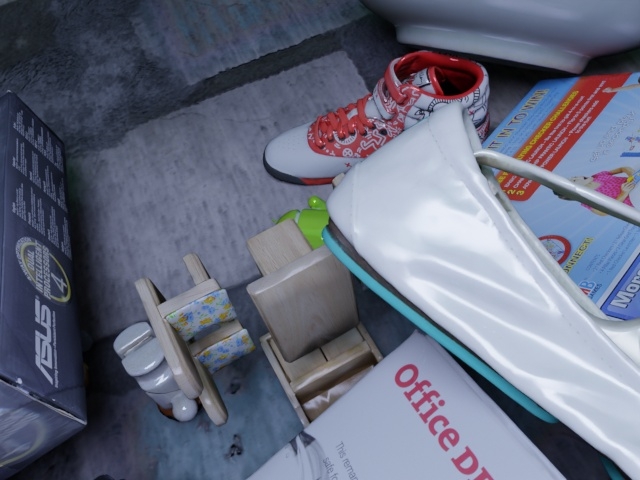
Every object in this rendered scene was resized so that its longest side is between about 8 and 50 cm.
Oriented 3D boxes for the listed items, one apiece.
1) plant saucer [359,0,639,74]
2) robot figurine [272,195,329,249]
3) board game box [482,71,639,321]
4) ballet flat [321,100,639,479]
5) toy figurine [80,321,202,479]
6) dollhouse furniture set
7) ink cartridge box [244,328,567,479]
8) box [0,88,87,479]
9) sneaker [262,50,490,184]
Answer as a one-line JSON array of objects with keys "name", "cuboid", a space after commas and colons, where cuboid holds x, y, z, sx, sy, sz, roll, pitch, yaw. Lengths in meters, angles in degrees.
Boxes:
[{"name": "plant saucer", "cuboid": [0.199, -0.254, 0.679, 0.401, 0.100, 0.400, 10, 17, -3]}, {"name": "robot figurine", "cuboid": [0.000, 0.000, 0.656, 0.115, 0.067, 0.101, 3, 68, 10]}, {"name": "board game box", "cuboid": [0.256, -0.030, 0.539, 0.308, 0.086, 0.302, -46, 30, -18]}, {"name": "ballet flat", "cuboid": [0.173, 0.071, 0.313, 0.400, 0.139, 0.139, 43, 73, 14]}, {"name": "toy figurine", "cuboid": [-0.214, 0.181, 0.540, 0.213, 0.148, 0.209, 0, 54, 10]}, {"name": "dollhouse furniture set", "cuboid": [0.009, 0.093, 0.497, 0.212, 0.242, 0.161, -28, 60, -8]}, {"name": "ink cartridge box", "cuboid": [0.027, 0.240, 0.380, 0.307, 0.129, 0.223, -41, 26, 1]}, {"name": "box", "cuboid": [-0.367, 0.068, 0.522, 0.318, 0.097, 0.395, -31, 45, 2]}, {"name": "sneaker", "cuboid": [0.056, -0.142, 0.687, 0.270, 0.145, 0.090, -2, 59, 7]}]
